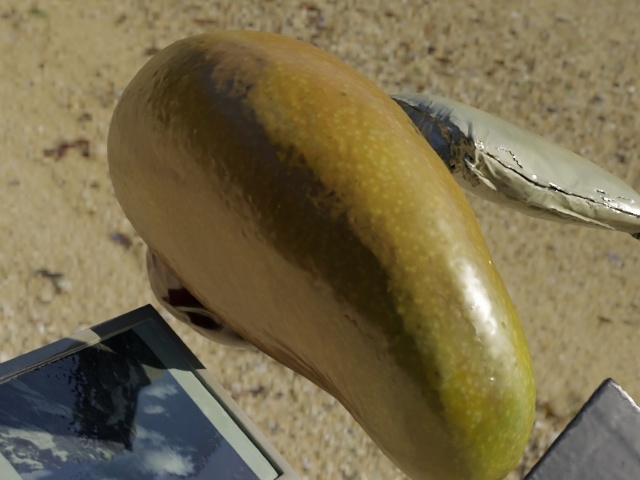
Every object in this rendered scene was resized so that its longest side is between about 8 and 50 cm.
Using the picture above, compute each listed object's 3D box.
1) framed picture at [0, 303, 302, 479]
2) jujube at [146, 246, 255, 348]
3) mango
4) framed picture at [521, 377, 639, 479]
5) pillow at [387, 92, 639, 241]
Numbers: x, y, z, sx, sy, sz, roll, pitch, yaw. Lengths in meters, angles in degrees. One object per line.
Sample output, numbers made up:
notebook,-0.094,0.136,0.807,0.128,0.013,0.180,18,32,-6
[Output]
framed picture,-0.154,0.158,1.082,0.209,0.019,0.281,46,30,12
jujube,-0.045,0.010,1.201,0.168,0.168,0.236,-32,15,-36
mango,0.000,0.000,0.535,0.099,0.136,0.227,-27,51,-21
framed picture,0.217,0.298,1.094,0.244,0.013,0.324,47,62,-1
pillow,0.133,-0.050,0.969,0.208,0.053,0.119,19,14,-34
